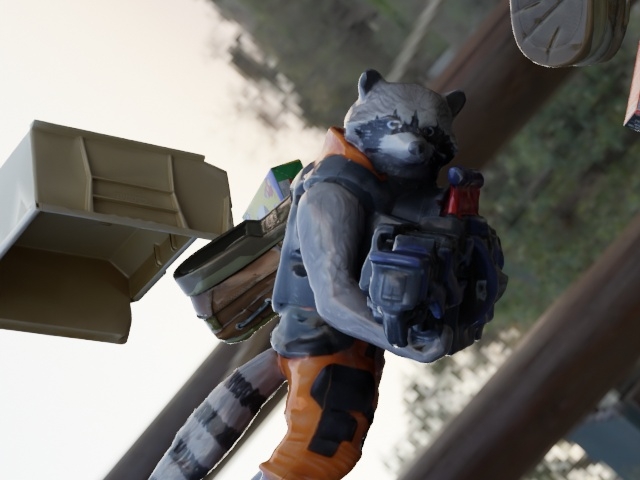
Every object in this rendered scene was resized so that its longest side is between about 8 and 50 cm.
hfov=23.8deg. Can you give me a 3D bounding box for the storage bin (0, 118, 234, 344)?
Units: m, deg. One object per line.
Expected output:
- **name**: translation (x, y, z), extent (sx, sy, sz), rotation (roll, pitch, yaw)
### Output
- **storage bin**: translation (-0.271, 0.001, 1.775), extent (0.260, 0.262, 0.123), rotation (11, -126, -33)

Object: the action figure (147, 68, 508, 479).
- **action figure**: translation (0.003, 0.049, 0.942), extent (0.178, 0.330, 0.341), rotation (20, 178, 14)

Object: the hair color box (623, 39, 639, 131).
- **hair color box**: translation (0.413, -0.192, 1.822), extent (0.072, 0.141, 0.043), rotation (18, 152, -5)

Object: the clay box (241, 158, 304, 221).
- **clay box**: translation (-0.052, -0.013, 2.162), extent (0.127, 0.053, 0.222), rotation (66, 157, 14)

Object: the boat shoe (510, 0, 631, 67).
- **boat shoe**: translation (0.249, -0.339, 1.464), extent (0.121, 0.341, 0.110), rotation (11, -167, 40)

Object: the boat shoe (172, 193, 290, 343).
- **boat shoe**: translation (0.000, 0.000, 1.595), extent (0.104, 0.307, 0.111), rotation (57, -166, -16)
